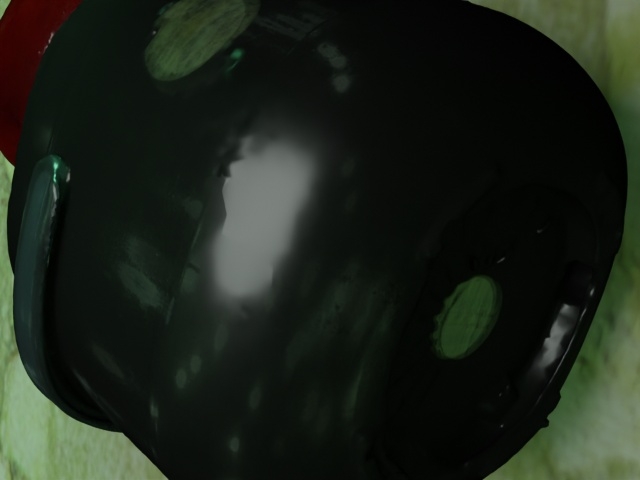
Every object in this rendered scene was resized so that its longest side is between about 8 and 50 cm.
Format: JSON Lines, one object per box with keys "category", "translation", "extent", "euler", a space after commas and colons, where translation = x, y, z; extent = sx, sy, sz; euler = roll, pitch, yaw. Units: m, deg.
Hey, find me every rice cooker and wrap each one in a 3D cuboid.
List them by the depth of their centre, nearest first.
{"category": "rice cooker", "translation": [0.000, 0.000, 0.512], "extent": [0.224, 0.267, 0.267], "euler": [31, 111, 37]}

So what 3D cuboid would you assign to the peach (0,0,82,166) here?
{"category": "peach", "translation": [-0.100, -0.102, 0.660], "extent": [0.197, 0.197, 0.197], "euler": [-1, 89, 45]}
